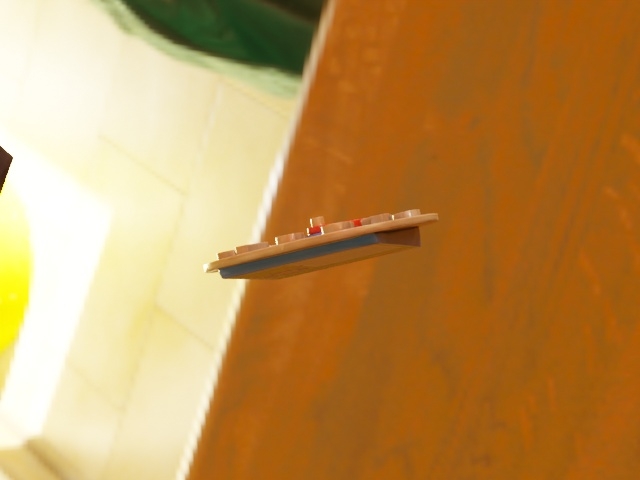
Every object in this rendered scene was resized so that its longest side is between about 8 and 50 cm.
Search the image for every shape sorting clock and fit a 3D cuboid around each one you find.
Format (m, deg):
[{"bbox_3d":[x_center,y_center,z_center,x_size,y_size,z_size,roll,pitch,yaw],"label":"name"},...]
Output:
[{"bbox_3d":[0.000,0.000,1.395,0.206,0.206,0.040,-18,81,45],"label":"shape sorting clock"}]

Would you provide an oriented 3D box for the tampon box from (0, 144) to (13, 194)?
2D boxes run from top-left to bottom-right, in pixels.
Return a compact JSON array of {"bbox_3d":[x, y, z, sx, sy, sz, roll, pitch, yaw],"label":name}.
[{"bbox_3d":[-0.239,0.004,0.757,0.120,0.101,0.161,4,65,27],"label":"tampon box"}]
